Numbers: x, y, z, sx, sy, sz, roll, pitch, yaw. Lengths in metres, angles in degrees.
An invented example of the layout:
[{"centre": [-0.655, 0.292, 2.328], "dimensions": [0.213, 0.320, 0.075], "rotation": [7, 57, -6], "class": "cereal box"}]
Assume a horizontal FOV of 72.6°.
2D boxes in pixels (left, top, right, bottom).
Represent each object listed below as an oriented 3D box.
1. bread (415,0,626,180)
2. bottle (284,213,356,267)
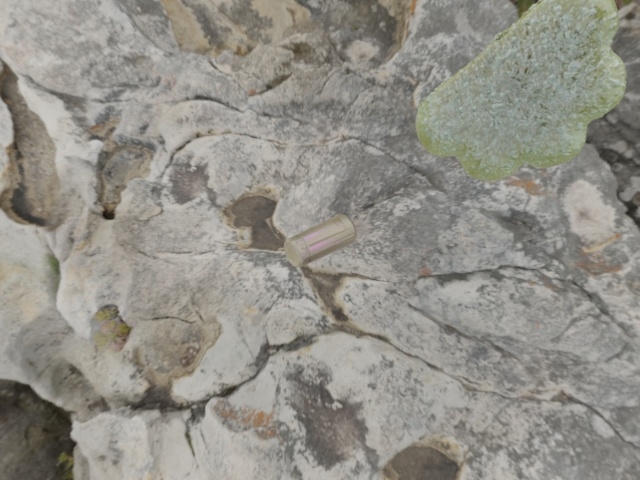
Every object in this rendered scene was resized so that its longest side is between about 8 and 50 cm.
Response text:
[{"centre": [0.283, -0.188, 0.597], "dimensions": [0.207, 0.056, 0.286], "rotation": [44, 123, -7], "class": "bread"}, {"centre": [0.000, 0.000, 0.578], "dimensions": [0.096, 0.045, 0.045], "rotation": [-24, 91, -31], "class": "bottle"}]
